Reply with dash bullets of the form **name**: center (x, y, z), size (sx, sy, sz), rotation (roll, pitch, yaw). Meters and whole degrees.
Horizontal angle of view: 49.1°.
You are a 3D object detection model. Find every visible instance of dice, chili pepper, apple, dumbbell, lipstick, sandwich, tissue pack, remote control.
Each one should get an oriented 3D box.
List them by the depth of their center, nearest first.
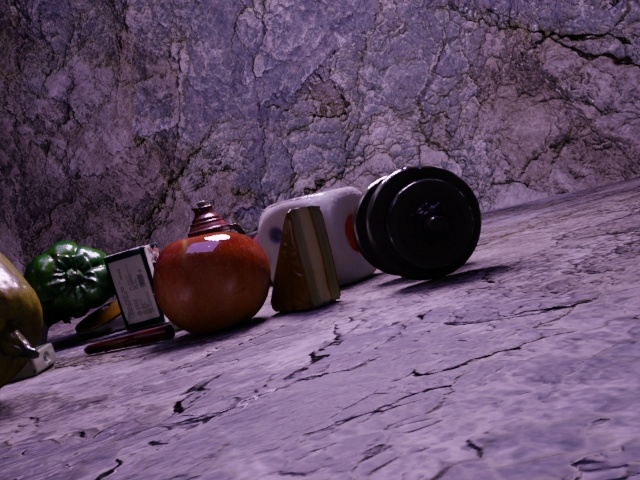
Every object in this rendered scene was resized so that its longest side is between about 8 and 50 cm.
- **remote control**: center (-0.596, 0.230, 1.166), size (0.285, 0.038, 0.123), rotation (-14, 2, -3)
- **apple**: center (-0.180, 0.074, 1.167), size (0.201, 0.162, 0.201), rotation (-9, -9, -1)
- **sandwich**: center (-0.044, 0.033, 1.169), size (0.079, 0.163, 0.113), rotation (-15, 1, -43)
- **dumbbell**: center (0.158, -0.029, 1.196), size (0.192, 0.192, 0.290), rotation (-14, 3, -7)
- **lipstick**: center (-0.329, 0.173, 1.202), size (0.176, 0.027, 0.027), rotation (-15, 1, 21)
- **dice**: center (0.000, 0.000, 1.436), size (0.191, 0.193, 0.194), rotation (-11, 5, 36)
- **tissue pack**: center (-0.381, 0.100, 1.496), size (0.103, 0.170, 0.090), rotation (-15, 1, 9)
- **chili pepper**: center (-0.583, 0.100, 1.610), size (0.213, 0.167, 0.385), rotation (-23, -5, -26)

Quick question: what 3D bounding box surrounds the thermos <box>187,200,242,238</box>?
- **thermos**: center (-0.215, 0.030, 1.456), size (0.124, 0.232, 0.099), rotation (-13, 1, -22)

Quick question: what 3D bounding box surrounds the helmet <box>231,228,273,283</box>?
- **helmet**: center (-0.144, 0.046, 1.857), size (0.253, 0.154, 0.198), rotation (6, -13, 17)

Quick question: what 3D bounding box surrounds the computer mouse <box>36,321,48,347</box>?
- **computer mouse**: center (-0.663, 0.199, 1.411), size (0.184, 0.121, 0.297), rotation (-12, 1, 3)

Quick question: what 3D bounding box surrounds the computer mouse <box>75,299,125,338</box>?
- **computer mouse**: center (-0.437, 0.161, 1.679), size (0.158, 0.072, 0.310), rotation (-15, 2, 37)

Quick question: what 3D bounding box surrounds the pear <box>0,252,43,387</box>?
- **pear**: center (-0.517, 0.110, 0.917), size (0.375, 0.287, 0.287), rotation (8, 10, 21)

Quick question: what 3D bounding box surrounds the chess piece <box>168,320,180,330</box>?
- **chess piece**: center (-0.265, 0.089, 1.307), size (0.059, 0.149, 0.059), rotation (-11, 1, 0)
